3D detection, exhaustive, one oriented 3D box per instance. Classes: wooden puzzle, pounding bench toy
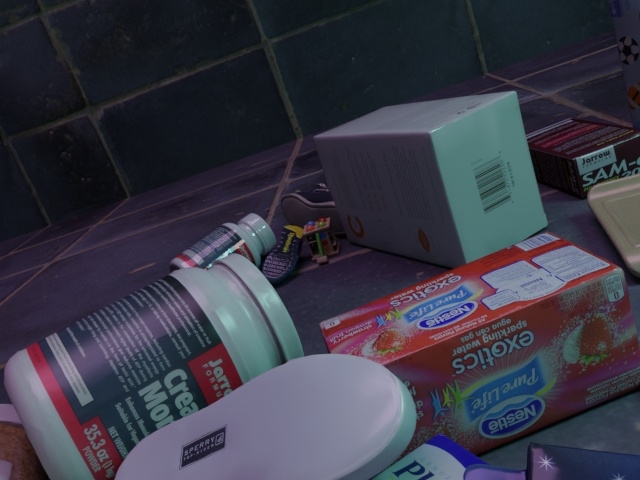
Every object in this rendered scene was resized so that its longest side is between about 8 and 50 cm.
[{"bbox_3d":[0.470,-0.034,0.780,0.220,0.044,0.239,-15,23,17],"label":"wooden puzzle"},{"bbox_3d":[0.000,0.000,1.149,0.052,0.065,0.083,-17,18,9],"label":"pounding bench toy"}]

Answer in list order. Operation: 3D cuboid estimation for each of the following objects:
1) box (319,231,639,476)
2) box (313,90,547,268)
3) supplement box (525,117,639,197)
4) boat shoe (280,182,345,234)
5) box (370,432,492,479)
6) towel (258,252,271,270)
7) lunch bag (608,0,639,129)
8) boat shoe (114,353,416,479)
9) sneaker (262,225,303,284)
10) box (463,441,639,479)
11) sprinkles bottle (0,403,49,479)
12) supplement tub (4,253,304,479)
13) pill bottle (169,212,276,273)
[{"bbox_3d":[0.142,0.103,0.583,0.256,0.123,0.128,-22,17,-3],"label":"box"},{"bbox_3d":[0.163,-0.102,1.028,0.168,0.215,0.345,-27,19,-22],"label":"box"},{"bbox_3d":[0.444,-0.150,1.092,0.130,0.073,0.239,-21,16,-1],"label":"supplement box"},{"bbox_3d":[0.006,-0.068,1.294,0.079,0.095,0.254,-30,17,-29],"label":"boat shoe"},{"bbox_3d":[0.074,0.213,0.417,0.137,0.072,0.126,-27,19,-21],"label":"box"},{"bbox_3d":[-0.147,0.049,1.226,0.119,0.029,0.067,-20,18,-1],"label":"towel"},{"bbox_3d":[0.691,-0.337,0.965,0.239,0.328,0.385,-32,19,-30],"label":"lunch bag"},{"bbox_3d":[-0.040,0.185,0.516,0.301,0.102,0.108,-30,40,26],"label":"boat shoe"},{"bbox_3d":[-0.065,0.036,1.148,0.053,0.059,0.144,17,43,9],"label":"sneaker"},{"bbox_3d":[0.183,0.177,0.317,0.225,0.037,0.136,1,39,16],"label":"box"},{"bbox_3d":[-0.317,0.277,0.578,0.121,0.121,0.355,-25,18,-15],"label":"sprinkles bottle"},{"bbox_3d":[-0.174,0.148,0.688,0.272,0.191,0.191,-29,19,-24],"label":"supplement tub"},{"bbox_3d":[-0.172,0.031,1.142,0.180,0.108,0.108,-39,24,-26],"label":"pill bottle"}]
